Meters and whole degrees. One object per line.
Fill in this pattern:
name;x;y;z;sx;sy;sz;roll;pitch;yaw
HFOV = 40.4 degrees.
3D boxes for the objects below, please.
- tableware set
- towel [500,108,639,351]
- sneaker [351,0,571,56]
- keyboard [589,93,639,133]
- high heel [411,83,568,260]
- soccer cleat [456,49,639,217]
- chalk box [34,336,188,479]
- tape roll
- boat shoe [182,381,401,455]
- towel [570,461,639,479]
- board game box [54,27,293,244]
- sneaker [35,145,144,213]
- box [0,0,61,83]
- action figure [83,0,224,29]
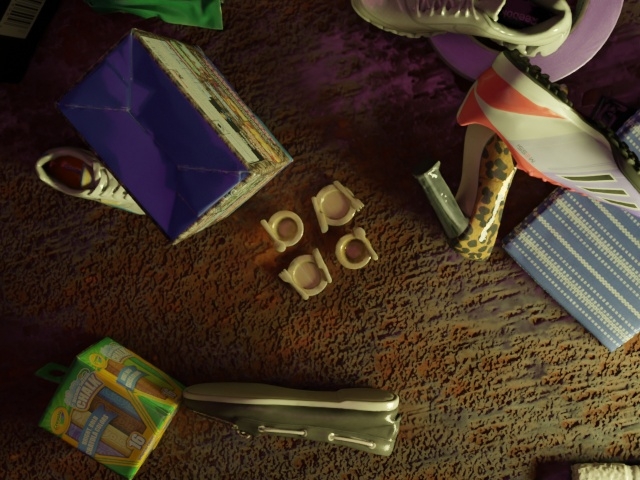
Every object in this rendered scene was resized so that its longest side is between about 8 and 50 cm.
tableware set;0.000;0.000;1.324;0.169;0.020;0.141;-28;94;10
towel;0.460;-0.030;1.249;0.243;0.040;0.336;43;108;-2
sneaker;0.182;-0.309;1.121;0.292;0.118;0.110;10;101;7
keyboard;0.476;-0.151;1.246;0.180;0.023;0.108;25;106;2
high heel;0.274;-0.097;1.266;0.261;0.093;0.186;-35;117;-3
soccer cleat;0.327;-0.117;1.162;0.318;0.108;0.116;37;115;-14
chalk box;-0.334;0.242;1.342;0.213;0.132;0.132;32;101;0
tape roll;0.273;-0.348;1.208;0.275;0.090;0.274;1;99;6
boat shoe;-0.046;0.275;1.324;0.335;0.112;0.095;2;94;3
towel;0.474;0.474;1.323;0.187;0.049;0.282;-1;98;6
board game box;-0.184;-0.144;1.187;0.141;0.291;0.232;-40;91;11
sneaker;-0.315;-0.087;1.312;0.229;0.092;0.087;10;98;4
box;-0.567;-0.449;1.230;0.395;0.212;0.293;33;101;0
action figure;-0.261;-0.376;1.279;0.232;0.063;0.137;-1;100;3
